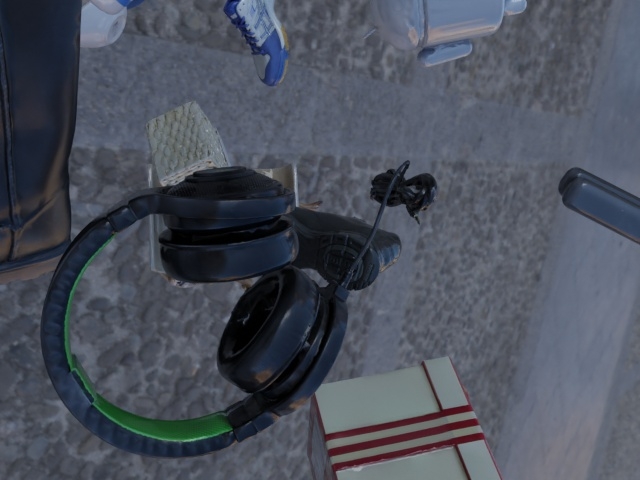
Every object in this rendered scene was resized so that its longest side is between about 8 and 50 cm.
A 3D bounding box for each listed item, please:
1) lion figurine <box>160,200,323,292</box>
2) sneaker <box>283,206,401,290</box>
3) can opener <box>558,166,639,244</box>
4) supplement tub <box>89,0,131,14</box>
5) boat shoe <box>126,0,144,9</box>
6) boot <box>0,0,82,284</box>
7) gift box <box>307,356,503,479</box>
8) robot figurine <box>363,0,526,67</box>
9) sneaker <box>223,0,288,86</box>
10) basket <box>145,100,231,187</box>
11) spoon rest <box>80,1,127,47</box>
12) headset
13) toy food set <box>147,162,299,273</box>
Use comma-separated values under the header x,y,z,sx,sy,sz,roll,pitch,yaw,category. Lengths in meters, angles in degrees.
x,y,z,sx,sy,sz,roll,pitch,yaw,category
-0.201,-0.016,1.688,0.240,0.142,0.392,41,96,-17,lion figurine
0.000,0.000,1.133,0.130,0.286,0.109,-22,125,-48,sneaker
0.445,0.004,0.969,0.095,0.283,0.076,-62,-176,28,can opener
-0.112,-0.196,0.422,0.107,0.071,0.071,-41,144,6,supplement tub
-0.478,-0.676,1.824,0.109,0.258,0.089,-11,83,-59,boat shoe
-0.430,-0.118,0.735,0.367,0.146,0.445,-23,148,-38,boot
0.126,0.348,1.089,0.258,0.255,0.276,-9,144,-10,gift box
0.260,-0.526,1.527,0.353,0.200,0.300,-11,120,-2,robot figurine
-0.160,-0.494,1.597,0.131,0.112,0.296,-17,101,-37,sneaker
-0.226,-0.143,1.212,0.113,0.167,0.103,-25,141,3,basket
-0.496,-0.430,1.470,0.276,0.084,0.137,-61,-179,-39,spoon rest
-0.064,0.033,0.677,0.394,0.185,0.243,-28,107,-9,headset
-0.194,-0.051,1.442,0.306,0.092,0.220,-2,79,-13,toy food set
